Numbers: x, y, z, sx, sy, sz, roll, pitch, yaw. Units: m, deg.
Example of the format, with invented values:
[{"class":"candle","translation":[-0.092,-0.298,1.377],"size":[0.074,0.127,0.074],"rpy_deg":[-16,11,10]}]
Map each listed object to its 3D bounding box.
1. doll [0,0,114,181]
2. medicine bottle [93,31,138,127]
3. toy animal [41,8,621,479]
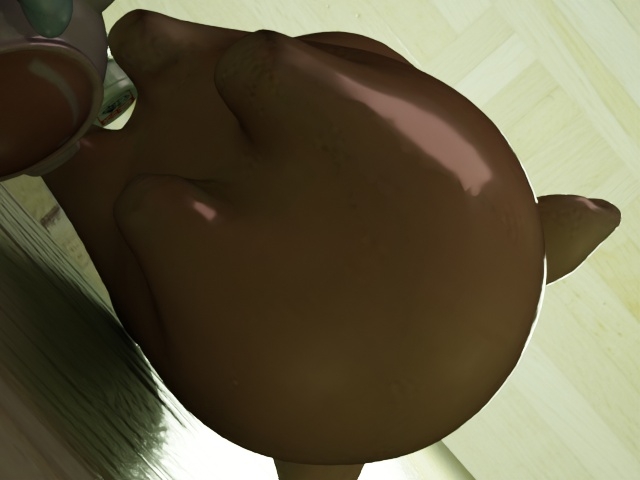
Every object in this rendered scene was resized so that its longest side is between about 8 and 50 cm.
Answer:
[{"class":"doll","translation":[-0.157,-0.108,0.436],"size":[0.151,0.151,0.287],"rpy_deg":[49,-3,30]},{"class":"medicine bottle","translation":[-0.259,-0.203,1.242],"size":[0.229,0.083,0.121],"rpy_deg":[50,-2,9]},{"class":"toy animal","translation":[0.000,0.000,0.636],"size":[0.269,0.237,0.326],"rpy_deg":[43,1,-28]}]
